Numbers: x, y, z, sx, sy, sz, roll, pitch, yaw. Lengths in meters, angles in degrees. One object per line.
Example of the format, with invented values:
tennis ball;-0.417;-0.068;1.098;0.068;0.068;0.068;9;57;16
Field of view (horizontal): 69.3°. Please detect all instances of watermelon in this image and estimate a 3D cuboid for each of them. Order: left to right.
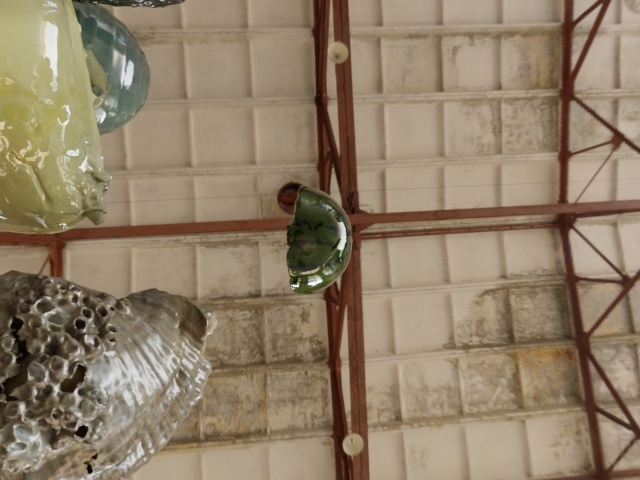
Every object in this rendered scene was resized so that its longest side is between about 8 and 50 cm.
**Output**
watermelon;0.000;0.000;0.447;0.062;0.105;0.106;-1;-91;4

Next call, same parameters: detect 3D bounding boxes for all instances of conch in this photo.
conch;-0.194;0.109;0.364;0.245;0.162;0.179;-9;-79;-33

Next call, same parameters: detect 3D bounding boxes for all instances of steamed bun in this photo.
steamed bun;-0.293;-0.128;0.381;0.166;0.232;0.273;-19;-128;-34

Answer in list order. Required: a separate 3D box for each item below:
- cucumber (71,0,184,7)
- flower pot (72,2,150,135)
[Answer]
cucumber;-0.261;-0.300;0.522;0.244;0.067;0.067;-3;-91;-23
flower pot;-0.349;-0.231;0.603;0.242;0.157;0.190;7;-62;-28
